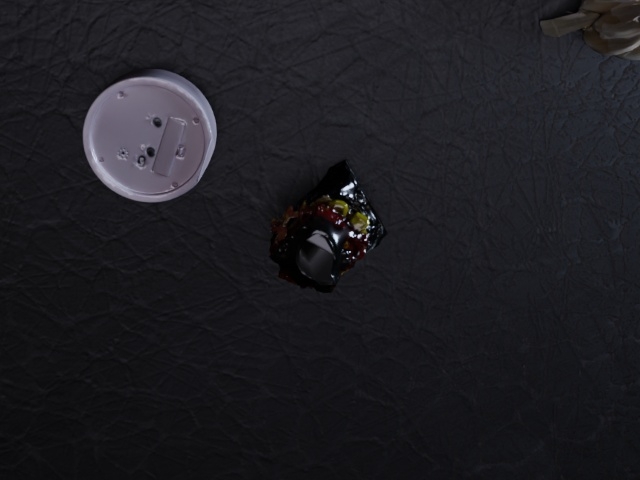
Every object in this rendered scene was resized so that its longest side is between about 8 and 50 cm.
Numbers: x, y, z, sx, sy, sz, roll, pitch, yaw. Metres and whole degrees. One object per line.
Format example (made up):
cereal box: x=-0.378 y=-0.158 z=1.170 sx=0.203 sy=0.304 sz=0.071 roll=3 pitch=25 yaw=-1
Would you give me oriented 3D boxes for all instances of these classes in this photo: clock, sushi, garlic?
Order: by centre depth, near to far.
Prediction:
garlic: x=0.419 y=-0.318 z=1.621 sx=0.194 sy=0.127 sz=0.131 roll=-14 pitch=92 yaw=34
clock: x=-0.260 y=-0.161 z=1.707 sx=0.197 sy=0.068 sz=0.196 roll=0 pitch=111 yaw=1
sushi: x=0.000 y=0.000 z=1.718 sx=0.172 sy=0.150 sz=0.153 roll=-27 pitch=108 yaw=11
